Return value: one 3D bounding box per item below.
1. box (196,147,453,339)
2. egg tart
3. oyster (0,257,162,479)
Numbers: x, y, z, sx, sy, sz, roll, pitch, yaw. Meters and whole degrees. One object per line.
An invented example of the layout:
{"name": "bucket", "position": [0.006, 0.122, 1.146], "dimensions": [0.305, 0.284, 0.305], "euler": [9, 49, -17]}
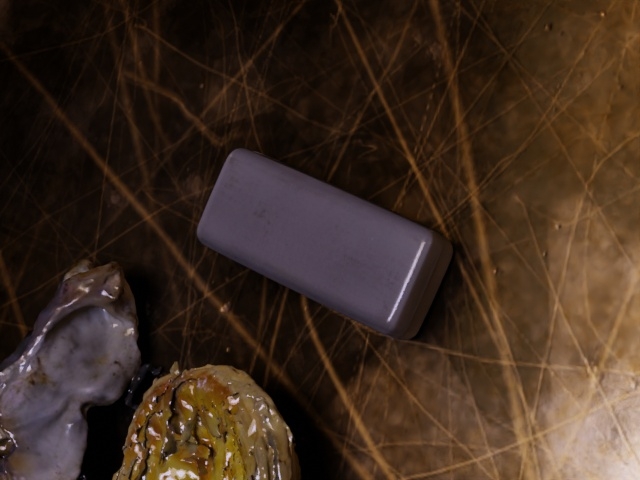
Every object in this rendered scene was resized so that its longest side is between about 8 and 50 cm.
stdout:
{"name": "box", "position": [0.000, 0.000, 1.433], "dimensions": [0.244, 0.055, 0.103], "euler": [25, 93, 34]}
{"name": "egg tart", "position": [-0.093, 0.233, 1.421], "dimensions": [0.232, 0.098, 0.252], "euler": [-27, 62, 32]}
{"name": "oyster", "position": [-0.268, 0.173, 1.513], "dimensions": [0.337, 0.133, 0.198], "euler": [-59, 29, -9]}
